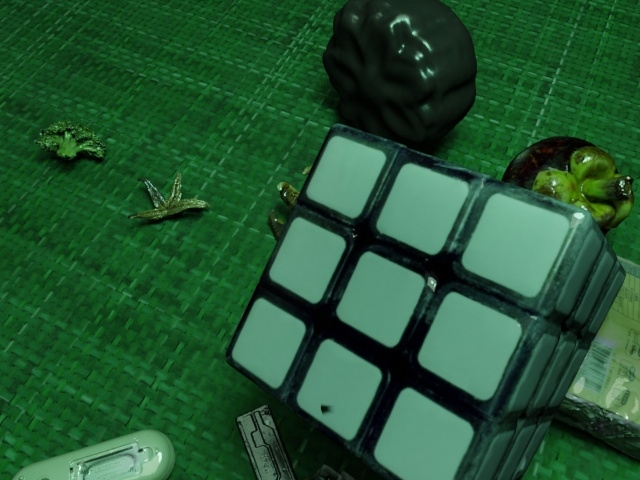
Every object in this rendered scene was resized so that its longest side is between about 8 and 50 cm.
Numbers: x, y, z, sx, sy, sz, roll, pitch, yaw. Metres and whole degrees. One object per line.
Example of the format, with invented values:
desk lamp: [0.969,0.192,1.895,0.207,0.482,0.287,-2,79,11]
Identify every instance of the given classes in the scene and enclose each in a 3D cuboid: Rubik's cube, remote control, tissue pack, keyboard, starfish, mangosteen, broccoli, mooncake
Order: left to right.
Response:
broccoli: [-0.446,-0.171,1.089,0.095,0.097,0.092,-20,48,25]
remote control: [-0.304,0.311,0.801,0.221,0.042,0.078,-14,60,-9]
starfish: [-0.271,-0.060,1.035,0.130,0.041,0.133,-35,57,-29]
keyboard: [-0.069,0.302,0.824,0.053,0.010,0.155,-20,60,-11]
starfish: [0.002,0.000,0.954,0.071,0.216,0.238,4,18,-45]
mooncake: [0.124,-0.287,1.041,0.283,0.283,0.141,39,60,22]
Rubik's cube: [0.133,0.085,0.702,0.301,0.305,0.304,26,94,32]
mangosteen: [0.390,-0.076,0.939,0.192,0.217,0.192,2,81,-15]
tissue pack: [0.413,0.146,0.846,0.214,0.123,0.257,25,62,0]

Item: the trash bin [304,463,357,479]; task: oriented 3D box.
trash bin: [0.004,0.397,0.684,0.161,0.184,0.239,31,74,18]
